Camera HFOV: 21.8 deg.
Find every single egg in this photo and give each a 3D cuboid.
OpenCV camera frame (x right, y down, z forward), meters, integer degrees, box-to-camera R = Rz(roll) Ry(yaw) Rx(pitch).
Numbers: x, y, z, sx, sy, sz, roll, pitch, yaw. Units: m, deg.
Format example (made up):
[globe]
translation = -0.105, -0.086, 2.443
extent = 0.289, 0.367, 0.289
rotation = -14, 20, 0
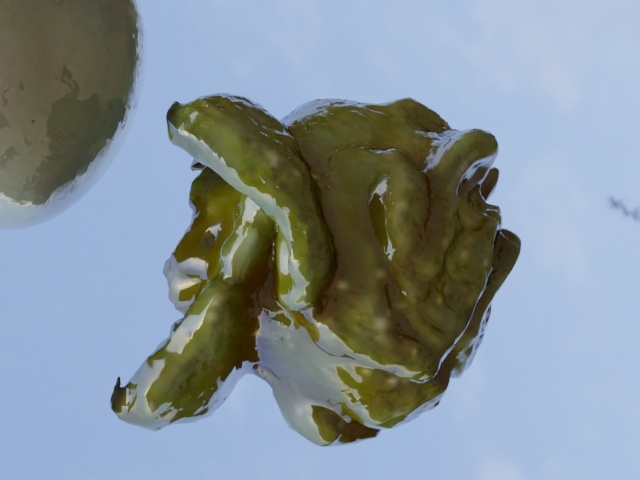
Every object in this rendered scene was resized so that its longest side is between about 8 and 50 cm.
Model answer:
[egg]
translation = -0.232, -0.114, 1.377
extent = 0.174, 0.264, 0.286
rotation = 41, -127, 20

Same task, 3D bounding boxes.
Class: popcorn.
[popcorn]
translation = 0.002, 0.006, 1.314
extent = 0.321, 0.290, 0.325
rotation = -70, -35, -45
